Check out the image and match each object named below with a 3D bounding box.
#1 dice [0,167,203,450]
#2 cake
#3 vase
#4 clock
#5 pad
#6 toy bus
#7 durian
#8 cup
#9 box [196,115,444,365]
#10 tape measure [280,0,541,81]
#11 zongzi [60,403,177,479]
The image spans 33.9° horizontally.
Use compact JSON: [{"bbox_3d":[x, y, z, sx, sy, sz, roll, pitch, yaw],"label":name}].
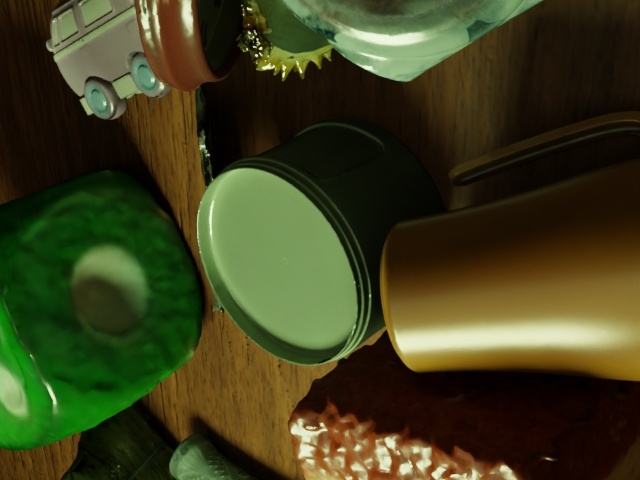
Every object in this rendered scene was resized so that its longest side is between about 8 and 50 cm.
[{"bbox_3d":[-0.355,0.082,1.396,0.300,0.287,0.297,-14,103,48],"label":"dice"},{"bbox_3d":[0.157,0.241,0.991,0.270,0.269,0.320,12,120,40],"label":"cake"},{"bbox_3d":[-0.118,0.360,1.480,0.219,0.096,0.096,31,133,33],"label":"vase"},{"bbox_3d":[-0.110,-0.291,0.922,0.080,0.318,0.318,8,125,5],"label":"clock"},{"bbox_3d":[-0.126,-0.054,1.213,0.174,0.022,0.233,-104,10,-61],"label":"pad"},{"bbox_3d":[-0.198,-0.231,1.163,0.202,0.142,0.142,-14,109,47],"label":"toy bus"},{"bbox_3d":[-0.032,-0.279,0.965,0.144,0.139,0.252,29,115,38],"label":"durian"},{"bbox_3d":[0.191,0.011,0.854,0.264,0.182,0.226,-8,65,22],"label":"cup"},{"bbox_3d":[0.000,0.000,1.096,0.226,0.149,0.226,23,127,34],"label":"box"},{"bbox_3d":[0.073,-0.270,0.826,0.256,0.147,0.275,-28,105,28],"label":"tape measure"},{"bbox_3d":[-0.350,0.329,1.574,0.274,0.251,0.125,48,124,14],"label":"zongzi"}]
